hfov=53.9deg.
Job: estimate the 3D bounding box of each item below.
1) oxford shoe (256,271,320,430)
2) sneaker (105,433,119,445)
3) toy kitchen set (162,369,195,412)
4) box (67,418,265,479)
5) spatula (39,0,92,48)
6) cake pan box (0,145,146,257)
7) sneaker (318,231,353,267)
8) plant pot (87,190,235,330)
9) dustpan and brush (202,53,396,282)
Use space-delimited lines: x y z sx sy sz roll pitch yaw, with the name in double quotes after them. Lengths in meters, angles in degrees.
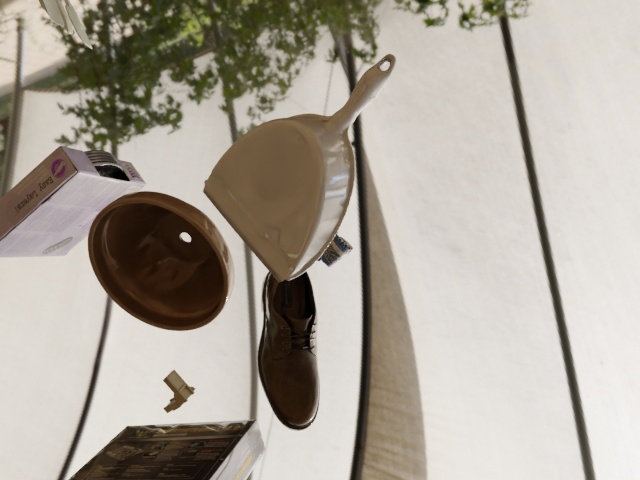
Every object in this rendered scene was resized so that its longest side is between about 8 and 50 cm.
-0.040 0.136 0.835 0.082 0.227 0.096 -5 166 -16 "oxford shoe"
-0.319 0.450 1.181 0.078 0.106 0.234 -40 -147 -26 "sneaker"
-0.338 0.343 1.468 0.083 0.075 0.068 -36 -173 34 "toy kitchen set"
-0.216 0.319 0.860 0.231 0.056 0.183 -9 -169 19 "box"
-0.519 -0.496 1.196 0.019 0.242 0.168 -25 177 9 "spatula"
-0.495 -0.067 1.211 0.267 0.070 0.246 -38 173 12 "cake pan box"
0.000 0.000 1.033 0.058 0.052 0.135 -50 -151 6 "sneaker"
-0.236 0.017 1.001 0.237 0.237 0.110 -15 -156 25 "plant pot"
-0.005 -0.084 0.579 0.060 0.147 0.211 -3 135 -54 "dustpan and brush"
